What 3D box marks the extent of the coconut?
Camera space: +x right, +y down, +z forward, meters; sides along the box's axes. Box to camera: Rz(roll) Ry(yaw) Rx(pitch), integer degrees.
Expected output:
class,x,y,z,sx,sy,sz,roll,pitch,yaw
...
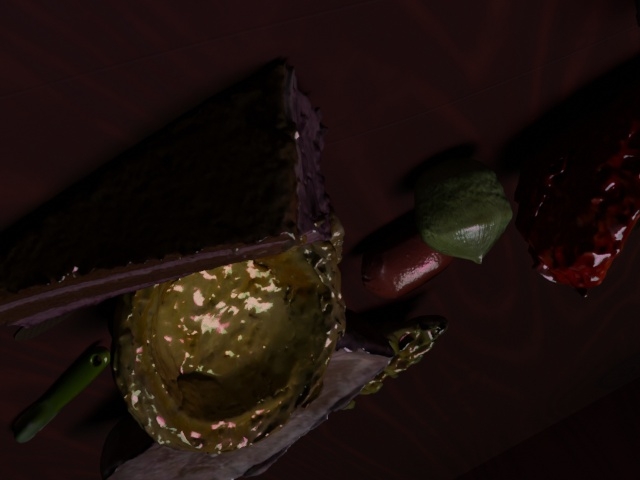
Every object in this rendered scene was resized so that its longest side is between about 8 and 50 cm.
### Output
class,x,y,z,sx,sy,sz,roll,pitch,yaw
coconut,0.124,-0.025,1.503,0.088,0.096,0.088,-15,174,-2

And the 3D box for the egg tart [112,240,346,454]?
class,x,y,z,sx,sy,sz,roll,pitch,yaw
egg tart,-0.078,0.060,1.338,0.212,0.212,0.090,-21,-158,-23

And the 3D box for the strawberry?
class,x,y,z,sx,sy,sz,roll,pitch,yaw
strawberry,0.249,-0.075,1.551,0.236,0.111,0.190,-61,180,22

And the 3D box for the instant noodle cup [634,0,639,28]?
class,x,y,z,sx,sy,sz,roll,pitch,yaw
instant noodle cup,0.341,-0.148,1.275,0.181,0.302,0.258,-19,-151,16

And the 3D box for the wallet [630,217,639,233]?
class,x,y,z,sx,sy,sz,roll,pitch,yaw
wallet,0.321,-0.030,1.909,0.110,0.031,0.198,-27,164,-9

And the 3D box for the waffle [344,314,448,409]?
class,x,y,z,sx,sy,sz,roll,pitch,yaw
waffle,0.025,0.142,1.902,0.223,0.054,0.204,-14,158,-35

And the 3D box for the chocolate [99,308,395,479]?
class,x,y,z,sx,sy,sz,roll,pitch,yaw
chocolate,-0.082,0.146,1.668,0.185,0.100,0.303,4,143,-43

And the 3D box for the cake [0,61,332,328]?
class,x,y,z,sx,sy,sz,roll,pitch,yaw
cake,-0.115,0.000,1.194,0.295,0.113,0.116,-27,162,14

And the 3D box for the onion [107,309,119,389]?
class,x,y,z,sx,sy,sz,roll,pitch,yaw
onion,-0.134,0.083,1.420,0.107,0.097,0.107,-47,150,-40

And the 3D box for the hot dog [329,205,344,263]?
class,x,y,z,sx,sy,sz,roll,pitch,yaw
hot dog,0.000,0.000,1.484,0.034,0.030,0.090,-24,162,-10

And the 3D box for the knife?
class,x,y,z,sx,sy,sz,roll,pitch,yaw
knife,-0.238,0.143,1.543,0.184,0.022,0.026,-43,-175,40

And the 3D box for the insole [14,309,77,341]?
class,x,y,z,sx,sy,sz,roll,pitch,yaw
insole,-0.191,0.045,1.362,0.135,0.002,0.045,-34,163,17

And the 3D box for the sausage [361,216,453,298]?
class,x,y,z,sx,sy,sz,roll,pitch,yaw
sausage,0.079,0.014,1.609,0.094,0.059,0.054,-32,120,11
